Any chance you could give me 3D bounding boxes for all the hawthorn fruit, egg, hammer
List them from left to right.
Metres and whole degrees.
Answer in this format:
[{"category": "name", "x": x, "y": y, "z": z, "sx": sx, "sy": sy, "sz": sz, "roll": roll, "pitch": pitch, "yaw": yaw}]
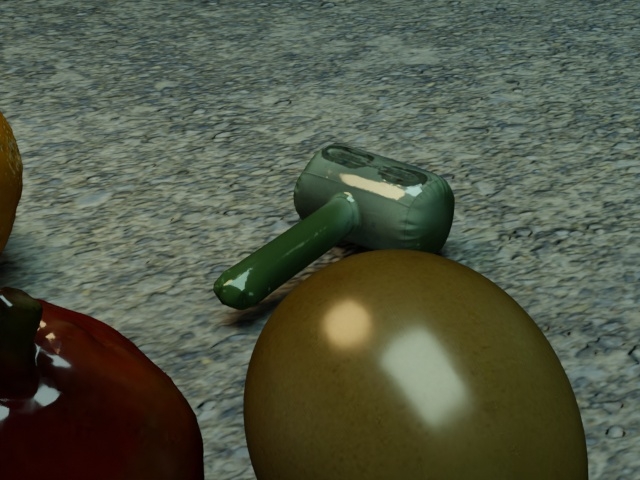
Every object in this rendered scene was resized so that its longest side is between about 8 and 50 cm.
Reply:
[{"category": "hawthorn fruit", "x": -0.190, "y": 0.147, "z": 0.639, "sx": 0.265, "sy": 0.307, "sz": 0.265, "roll": 19, "pitch": 36, "yaw": -14}, {"category": "hammer", "x": 0.000, "y": 0.000, "z": 1.336, "sx": 0.206, "sy": 0.119, "sz": 0.335, "roll": 19, "pitch": 39, "yaw": 35}, {"category": "egg", "x": 0.071, "y": 0.147, "z": 0.858, "sx": 0.250, "sy": 0.250, "sz": 0.322, "roll": -8, "pitch": 35, "yaw": -15}]

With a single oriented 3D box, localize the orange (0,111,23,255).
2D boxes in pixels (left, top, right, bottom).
[{"category": "orange", "x": -0.518, "y": -0.081, "z": 1.280, "sx": 0.340, "sy": 0.293, "sz": 0.341, "roll": 2, "pitch": 26, "yaw": -1}]
